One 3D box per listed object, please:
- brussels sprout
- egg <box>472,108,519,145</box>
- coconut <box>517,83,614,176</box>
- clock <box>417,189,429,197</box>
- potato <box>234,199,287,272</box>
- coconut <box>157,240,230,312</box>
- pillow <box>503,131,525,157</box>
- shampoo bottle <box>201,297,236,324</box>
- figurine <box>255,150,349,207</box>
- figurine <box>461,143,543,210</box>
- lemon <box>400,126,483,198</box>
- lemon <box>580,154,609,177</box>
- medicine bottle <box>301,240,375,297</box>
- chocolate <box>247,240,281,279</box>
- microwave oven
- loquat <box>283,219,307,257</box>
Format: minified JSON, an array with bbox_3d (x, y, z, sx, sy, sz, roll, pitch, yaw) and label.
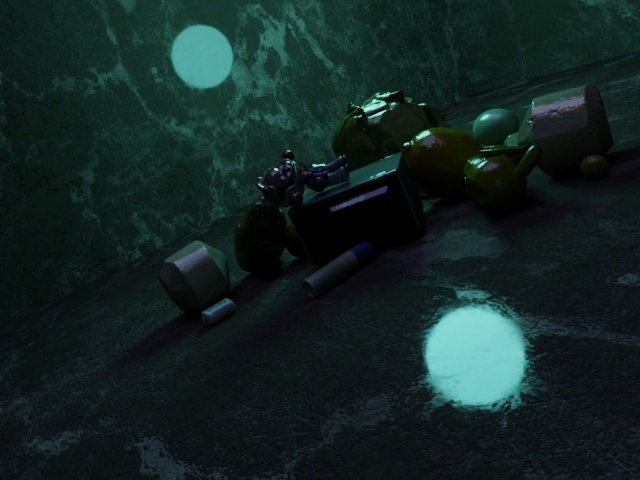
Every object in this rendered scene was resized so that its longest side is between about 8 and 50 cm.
[{"bbox_3d":[0.261,-0.377,2.316,0.361,0.425,0.342,142,147,-73],"label":"brussels sprout"},{"bbox_3d":[0.704,-0.454,2.363,0.149,0.149,0.192,-34,19,-37],"label":"egg"},{"bbox_3d":[0.686,-0.309,1.673,0.244,0.239,0.239,-16,16,29],"label":"coconut"},{"bbox_3d":[0.446,-0.224,2.122,0.237,0.057,0.237,-23,12,5],"label":"clock"},{"bbox_3d":[-0.206,-0.020,2.032,0.192,0.296,0.141,-15,47,-32],"label":"potato"},{"bbox_3d":[-0.399,0.116,1.923,0.241,0.241,0.241,-22,14,6],"label":"coconut"},{"bbox_3d":[0.789,-0.375,2.078,0.281,0.076,0.274,-19,12,19],"label":"pillow"},{"bbox_3d":[-0.307,0.214,1.744,0.099,0.043,0.072,-31,15,-26],"label":"shampoo bottle"},{"bbox_3d":[-0.055,-0.189,1.759,0.274,0.133,0.194,-31,58,-12],"label":"figurine"},{"bbox_3d":[0.493,-0.179,1.627,0.218,0.169,0.326,-26,12,12],"label":"figurine"},{"bbox_3d":[0.401,-0.251,1.911,0.263,0.236,0.236,30,41,21],"label":"lemon"},{"bbox_3d":[0.714,-0.194,1.537,0.062,0.062,0.083,-29,22,-21],"label":"lemon"},{"bbox_3d":[0.052,0.078,1.624,0.231,0.059,0.059,-31,15,-30],"label":"medicine bottle"},{"bbox_3d":[-0.174,0.062,1.938,0.080,0.148,0.125,-30,53,-27],"label":"chocolate"},{"bbox_3d":[0.120,-0.088,1.806,0.355,0.218,0.286,-20,16,16],"label":"microwave oven"},{"bbox_3d":[-0.061,-0.012,1.993,0.141,0.141,0.141,-22,14,6],"label":"loquat"}]
